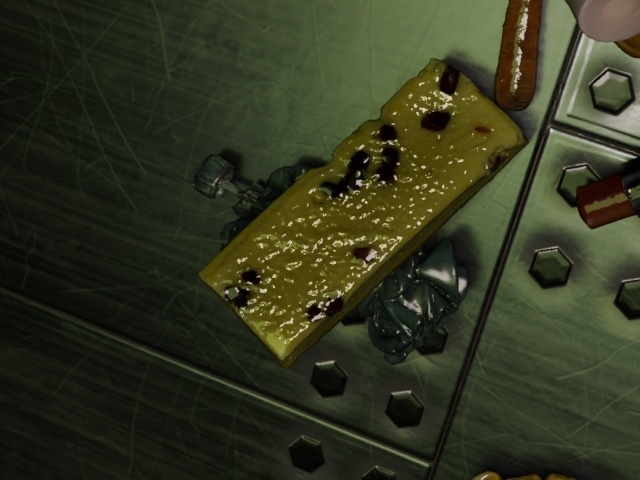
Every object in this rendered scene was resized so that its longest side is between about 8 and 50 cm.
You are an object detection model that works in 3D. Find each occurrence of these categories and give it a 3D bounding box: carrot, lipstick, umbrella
[{"bbox_3d":[0.213,-0.230,1.276,0.047,0.047,0.191,10,106,17],"label":"carrot"},{"bbox_3d":[0.405,-0.080,1.228,0.300,0.081,0.081,-21,96,22],"label":"lipstick"},{"bbox_3d":[-0.002,0.001,1.379,0.349,0.143,0.094,34,157,17],"label":"umbrella"}]

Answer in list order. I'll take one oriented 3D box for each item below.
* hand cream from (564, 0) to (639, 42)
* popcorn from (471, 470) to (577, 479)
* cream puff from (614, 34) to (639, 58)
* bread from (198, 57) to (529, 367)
[{"bbox_3d":[0.257,-0.306,1.173,0.133,0.083,0.248,-30,50,20],"label":"hand cream"},{"bbox_3d":[0.239,0.341,1.369,0.194,0.163,0.140,-19,119,-8],"label":"popcorn"},{"bbox_3d":[0.348,-0.235,1.192,0.144,0.103,0.126,37,114,37],"label":"cream puff"},{"bbox_3d":[0.047,-0.036,1.291,0.361,0.077,0.138,-43,79,-3],"label":"bread"}]
